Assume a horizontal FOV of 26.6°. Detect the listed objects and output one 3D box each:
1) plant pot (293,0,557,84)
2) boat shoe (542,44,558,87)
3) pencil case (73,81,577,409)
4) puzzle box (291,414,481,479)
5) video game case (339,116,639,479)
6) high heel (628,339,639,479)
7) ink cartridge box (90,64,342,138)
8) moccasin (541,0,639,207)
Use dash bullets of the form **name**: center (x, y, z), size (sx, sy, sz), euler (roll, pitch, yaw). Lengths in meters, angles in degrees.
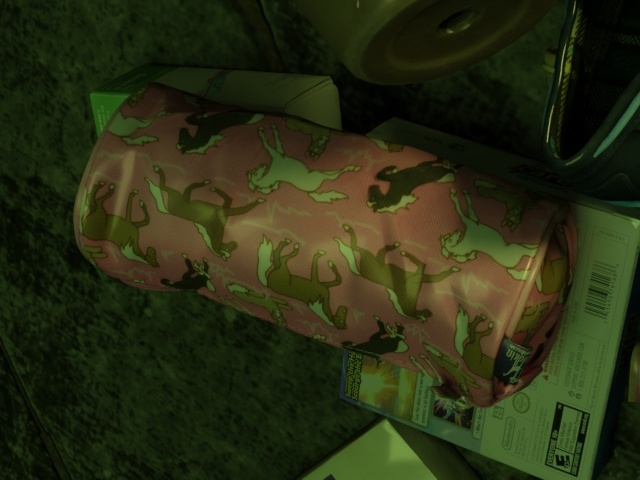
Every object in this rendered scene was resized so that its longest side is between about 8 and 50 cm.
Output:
- **plant pot**: center (0.050, -0.233, 0.872), size (0.263, 0.263, 0.229), euler (-37, 67, 40)
- **boat shoe**: center (0.284, -0.117, 0.942), size (0.285, 0.104, 0.089), euler (-10, 109, 38)
- **pencil case**: center (0.000, 0.000, 1.056), size (0.386, 0.167, 0.160), euler (19, 151, 18)
- **puzzle box**: center (0.126, 0.373, 1.330), size (0.409, 0.052, 0.272), euler (50, 130, 2)
- **video game case**: center (0.144, 0.055, 1.151), size (0.244, 0.061, 0.269), euler (19, 122, 24)
- **high heel**: center (0.315, 0.196, 1.100), size (0.117, 0.082, 0.244), euler (8, 107, 35)
- **ink cartridge box**: center (-0.089, -0.070, 1.224), size (0.212, 0.093, 0.154), euler (7, 116, 28)
- **moccasin**: center (0.227, -0.190, 0.866), size (0.137, 0.117, 0.342), euler (12, 94, 45)
